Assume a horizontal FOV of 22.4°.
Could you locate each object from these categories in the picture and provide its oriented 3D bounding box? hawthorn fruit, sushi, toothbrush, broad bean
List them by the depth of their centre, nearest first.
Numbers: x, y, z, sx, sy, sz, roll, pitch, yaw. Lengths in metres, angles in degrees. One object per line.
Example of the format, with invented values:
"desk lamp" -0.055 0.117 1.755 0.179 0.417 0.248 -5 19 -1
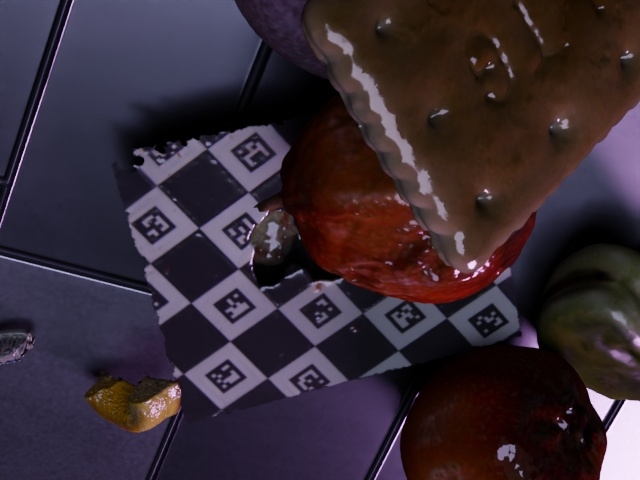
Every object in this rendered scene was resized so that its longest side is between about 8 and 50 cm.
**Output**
"hawthorn fruit" 0.066 -0.036 1.150 0.179 0.173 0.173 11 122 -30
"sushi" 0.000 0.000 1.290 0.290 0.050 0.264 -13 123 1
"toothbrush" -0.376 0.117 1.336 0.294 0.028 0.026 -14 122 8
"hawthorn fruit" 0.142 0.173 1.349 0.188 0.169 0.169 -24 127 41
"broad bean" 0.260 0.089 1.353 0.153 0.072 0.207 -1 141 39

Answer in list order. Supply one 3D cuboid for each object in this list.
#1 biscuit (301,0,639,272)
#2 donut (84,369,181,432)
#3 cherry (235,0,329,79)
"biscuit" 0.143 -0.153 1.078 0.325 0.044 0.217 -42 110 -27
"donut" -0.159 0.130 1.333 0.083 0.038 0.067 29 142 17
"cherry" 0.017 -0.191 1.108 0.176 0.140 0.176 -7 105 -28
